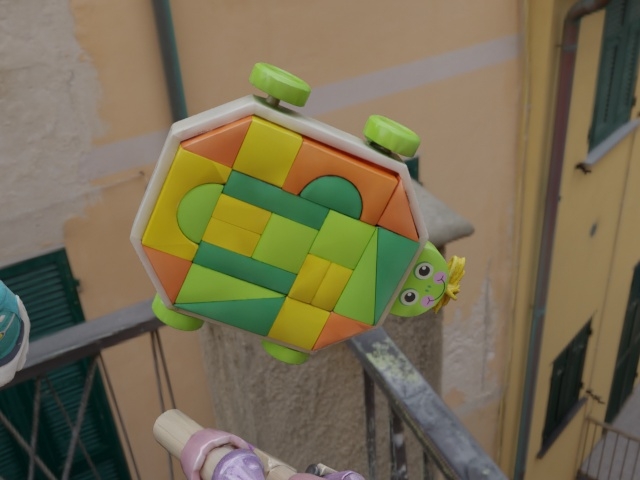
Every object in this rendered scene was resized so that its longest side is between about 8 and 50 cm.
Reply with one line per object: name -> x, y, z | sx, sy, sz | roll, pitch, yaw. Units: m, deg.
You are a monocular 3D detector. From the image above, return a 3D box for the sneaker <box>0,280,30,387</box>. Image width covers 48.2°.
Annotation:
sneaker -> -0.396, 0.093, 0.609 | 0.275, 0.110, 0.107 | -18, 52, -24

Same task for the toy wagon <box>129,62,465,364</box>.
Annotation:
toy wagon -> 0.000, 0.000, 0.704 | 0.344, 0.267, 0.068 | 21, 19, -17

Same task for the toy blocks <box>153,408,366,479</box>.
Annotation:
toy blocks -> -0.054, 0.369, 0.736 | 0.260, 0.309, 0.289 | 12, 71, 51
